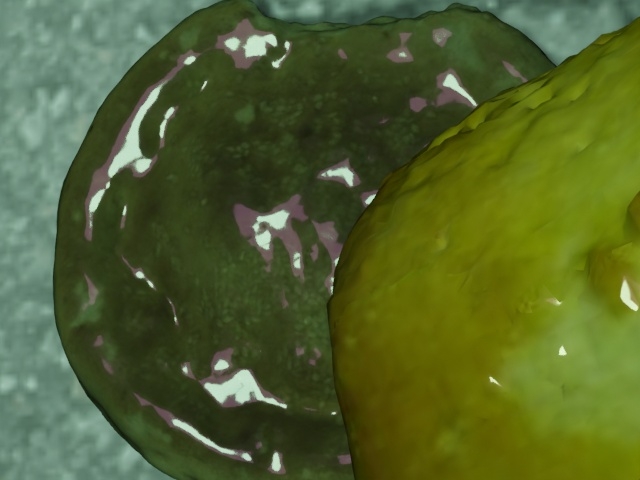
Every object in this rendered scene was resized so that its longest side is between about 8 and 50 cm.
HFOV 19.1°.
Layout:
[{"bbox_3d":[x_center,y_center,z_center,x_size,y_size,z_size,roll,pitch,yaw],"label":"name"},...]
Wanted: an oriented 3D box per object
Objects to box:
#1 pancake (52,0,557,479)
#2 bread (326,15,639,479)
[{"bbox_3d":[0.000,0.000,0.759,0.236,0.042,0.222,23,86,18],"label":"pancake"},{"bbox_3d":[0.142,0.087,0.548,0.204,0.337,0.358,-18,69,23],"label":"bread"}]
